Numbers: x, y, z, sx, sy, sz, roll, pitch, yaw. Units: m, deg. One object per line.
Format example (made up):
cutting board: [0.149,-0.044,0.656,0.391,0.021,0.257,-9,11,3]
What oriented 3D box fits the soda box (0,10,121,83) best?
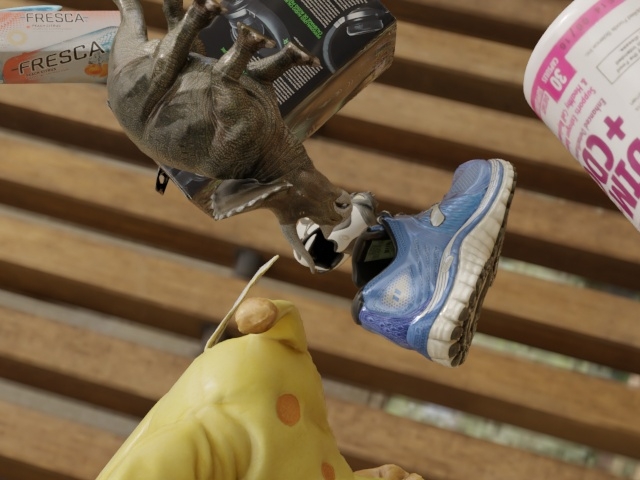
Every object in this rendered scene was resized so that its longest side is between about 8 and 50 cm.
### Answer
soda box: [-0.286,-0.215,1.698,0.058,0.183,0.063,108,154,-54]

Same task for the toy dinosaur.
toy dinosaur: [-0.106,-0.118,1.242,0.160,0.313,0.121,-60,-14,12]

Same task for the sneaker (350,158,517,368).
sneaker: [0.115,-0.001,1.591,0.330,0.147,0.130,-58,-20,-57]

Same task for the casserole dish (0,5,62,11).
casserole dish: [-0.384,-0.256,1.866,0.188,0.114,0.037,-60,-35,-71]

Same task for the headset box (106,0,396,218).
headset box: [-0.071,-0.155,1.558,0.283,0.131,0.246,-41,-4,-2]

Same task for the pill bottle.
pill bottle: [0.300,-0.068,1.180,0.160,0.283,0.160,-29,-27,-16]

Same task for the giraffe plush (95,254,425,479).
giraffe plush: [-0.013,0.136,0.646,0.210,0.170,0.181,-53,3,-16]

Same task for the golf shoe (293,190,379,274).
golf shoe: [0.000,0.000,1.842,0.094,0.077,0.198,-38,2,-30]
